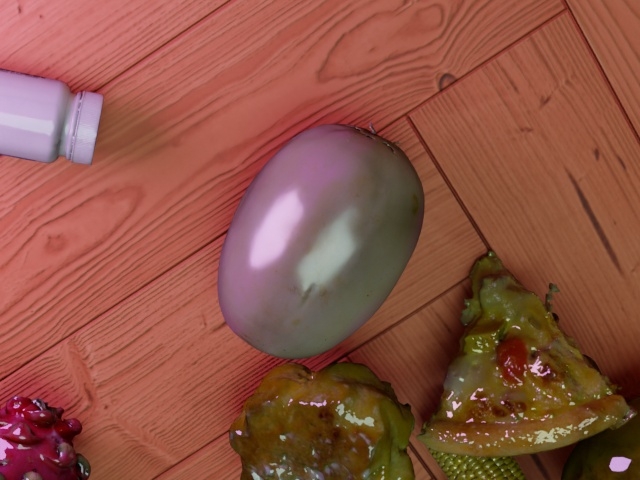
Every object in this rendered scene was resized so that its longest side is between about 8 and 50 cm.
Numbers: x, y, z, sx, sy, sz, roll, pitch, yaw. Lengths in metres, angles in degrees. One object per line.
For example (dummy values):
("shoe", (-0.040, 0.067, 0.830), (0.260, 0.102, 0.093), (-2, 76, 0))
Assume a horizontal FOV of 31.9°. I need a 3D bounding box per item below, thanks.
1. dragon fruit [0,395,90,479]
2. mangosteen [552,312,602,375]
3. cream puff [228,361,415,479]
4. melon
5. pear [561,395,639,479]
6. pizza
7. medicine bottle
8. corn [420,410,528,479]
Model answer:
("dragon fruit", (-0.430, 0.326, 1.483), (0.272, 0.198, 0.218), (-25, 144, 24))
("mangosteen", (0.310, 0.204, 1.579), (0.156, 0.181, 0.146), (9, 152, 5))
("cream puff", (0.016, 0.279, 1.522), (0.282, 0.185, 0.282), (8, 111, 21))
("melon", (0.000, 0.000, 1.399), (0.223, 0.223, 0.317), (27, 99, -17))
("pear", (0.532, 0.370, 1.556), (0.413, 0.352, 0.352), (11, 108, -11))
("pizza", (0.241, 0.147, 1.491), (0.280, 0.288, 0.075), (-19, 157, 10))
("medicine bottle", (-0.361, -0.151, 1.352), (0.186, 0.103, 0.103), (10, 108, -12))
("corn", (0.236, 0.335, 1.564), (0.093, 0.093, 0.244), (-39, 71, 6))
